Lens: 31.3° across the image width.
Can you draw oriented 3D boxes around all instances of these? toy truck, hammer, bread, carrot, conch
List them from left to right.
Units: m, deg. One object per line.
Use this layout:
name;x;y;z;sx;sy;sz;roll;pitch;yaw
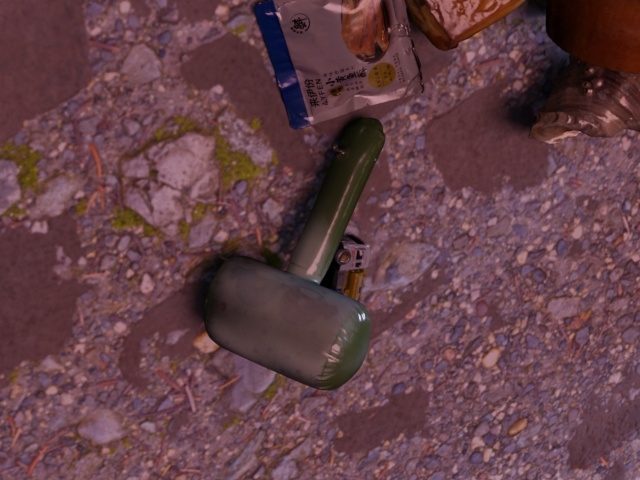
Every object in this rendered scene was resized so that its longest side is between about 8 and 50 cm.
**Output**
hammer;0.000;0.000;1.387;0.335;0.206;0.119;-67;163;-7
toy truck;0.028;0.051;1.478;0.063;0.052;0.123;-3;113;-32
bread;0.182;-0.367;1.358;0.235;0.099;0.210;-35;120;-5
conch;0.372;-0.184;1.493;0.245;0.163;0.178;-24;161;-12
carrot;0.431;-0.291;1.404;0.258;0.307;0.100;-49;146;-45

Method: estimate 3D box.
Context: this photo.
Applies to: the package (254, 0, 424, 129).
package;0.026;-0.226;1.348;0.173;0.027;0.171;-18;124;1
